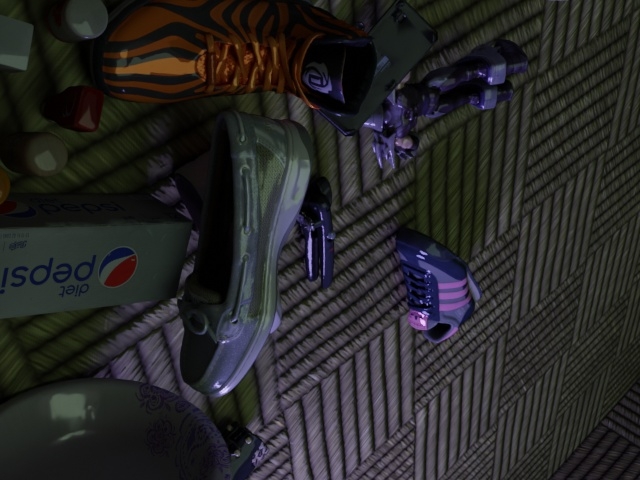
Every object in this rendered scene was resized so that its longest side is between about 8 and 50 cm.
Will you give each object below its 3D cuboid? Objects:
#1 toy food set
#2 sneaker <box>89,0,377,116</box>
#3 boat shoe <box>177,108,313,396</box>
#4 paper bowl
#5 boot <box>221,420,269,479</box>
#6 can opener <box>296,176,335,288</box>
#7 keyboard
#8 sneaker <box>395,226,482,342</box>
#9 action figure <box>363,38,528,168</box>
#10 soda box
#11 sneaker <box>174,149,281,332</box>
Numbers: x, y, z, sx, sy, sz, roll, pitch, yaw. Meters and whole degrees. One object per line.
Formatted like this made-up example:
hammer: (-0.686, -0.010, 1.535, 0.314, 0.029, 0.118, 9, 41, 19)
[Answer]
toy food set: (-0.267, -0.142, 0.729, 0.111, 0.104, 0.232, 9, 91, -38)
sneaker: (-0.063, -0.193, 0.833, 0.321, 0.180, 0.125, -24, 132, -39)
boat shoe: (-0.103, 0.018, 0.869, 0.103, 0.118, 0.320, 8, 110, -36)
paper bowl: (-0.246, 0.289, 0.878, 0.284, 0.284, 0.148, -15, 126, -44)
boot: (-0.174, 0.335, 1.172, 0.179, 0.085, 0.236, -51, 150, -14)
can opener: (0.000, 0.000, 1.155, 0.073, 0.059, 0.186, -34, 137, -31)
keyboard: (0.058, -0.233, 1.044, 0.108, 0.023, 0.180, 39, 97, -23)
sneaker: (0.193, 0.089, 1.406, 0.131, 0.112, 0.319, -56, 143, -8)
action figure: (0.156, -0.208, 1.162, 0.285, 0.099, 0.185, -20, 137, -24)
soda box: (-0.271, 0.011, 0.810, 0.286, 0.091, 0.098, -5, 117, -49)
sneaker: (-0.078, -0.001, 1.020, 0.123, 0.106, 0.290, -38, 138, -22)
